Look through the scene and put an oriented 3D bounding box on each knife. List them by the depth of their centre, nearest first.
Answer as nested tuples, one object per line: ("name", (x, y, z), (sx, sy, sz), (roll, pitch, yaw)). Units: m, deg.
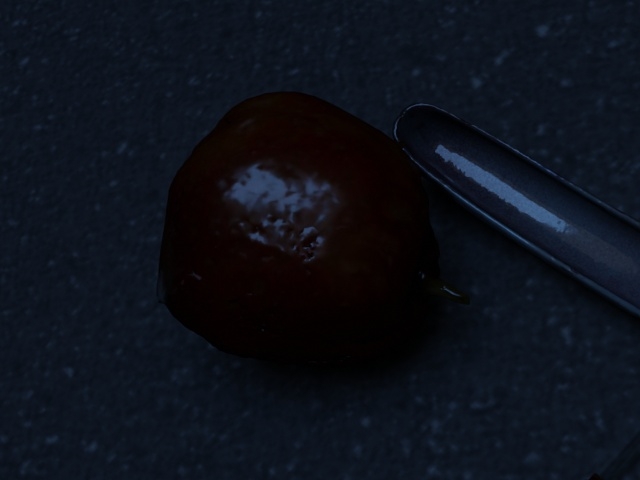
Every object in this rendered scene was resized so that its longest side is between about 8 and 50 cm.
("knife", (0.142, 0.010, 0.721), (0.278, 0.053, 0.123), (35, 82, 35))

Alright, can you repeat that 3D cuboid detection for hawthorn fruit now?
("hawthorn fruit", (0.000, 0.000, 0.734), (0.172, 0.148, 0.148), (18, 68, 22))

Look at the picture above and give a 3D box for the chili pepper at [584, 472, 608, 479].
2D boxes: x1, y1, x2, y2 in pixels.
("chili pepper", (0.155, 0.174, 0.614), (0.088, 0.065, 0.169), (-14, 49, -6))
